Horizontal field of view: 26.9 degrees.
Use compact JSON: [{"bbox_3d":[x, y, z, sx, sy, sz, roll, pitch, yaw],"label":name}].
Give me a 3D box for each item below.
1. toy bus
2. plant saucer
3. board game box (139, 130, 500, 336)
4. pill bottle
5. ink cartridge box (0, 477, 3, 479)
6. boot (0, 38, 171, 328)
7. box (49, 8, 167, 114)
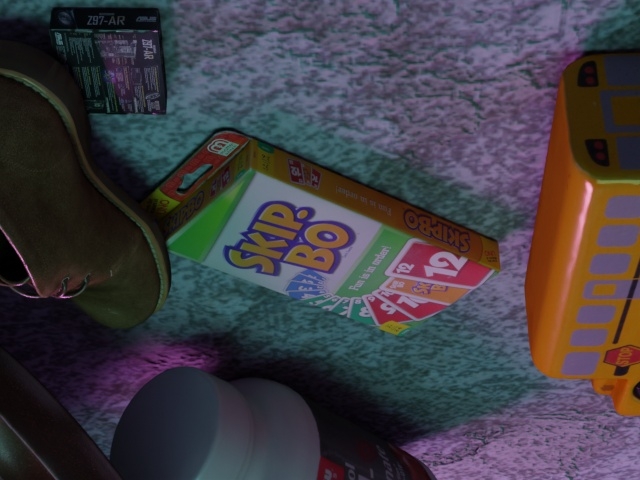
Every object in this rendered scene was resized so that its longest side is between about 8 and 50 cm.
[{"bbox_3d":[0.223,0.012,0.968,0.130,0.108,0.332,-2,147,1],"label":"toy bus"},{"bbox_3d":[-0.233,0.180,1.118,0.050,0.311,0.310,-42,153,-21],"label":"plant saucer"},{"bbox_3d":[0.000,0.000,1.014,0.259,0.039,0.124,24,139,-29],"label":"board game box"},{"bbox_3d":[-0.036,0.231,1.232,0.176,0.176,0.318,-24,141,30],"label":"pill bottle"},{"bbox_3d":[-0.383,0.298,1.370,0.289,0.121,0.211,-4,147,2],"label":"ink cartridge box"},{"bbox_3d":[-0.187,0.001,0.916,0.112,0.115,0.305,4,151,15],"label":"boot"},{"bbox_3d":[-0.133,-0.112,0.848,0.067,0.018,0.083,0,147,-2],"label":"box"}]
